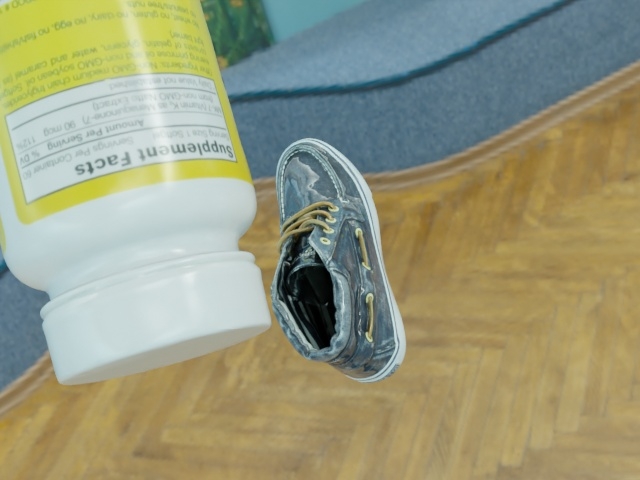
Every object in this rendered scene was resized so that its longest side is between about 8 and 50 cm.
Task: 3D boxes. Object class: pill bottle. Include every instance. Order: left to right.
[{"bbox_3d":[-0.098,-0.046,0.475,0.119,0.208,0.119,-16,-9,-2],"label":"pill bottle"}]

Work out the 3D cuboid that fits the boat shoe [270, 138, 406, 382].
[{"bbox_3d":[0.000,0.000,0.658,0.065,0.083,0.183,-30,61,19],"label":"boat shoe"}]
